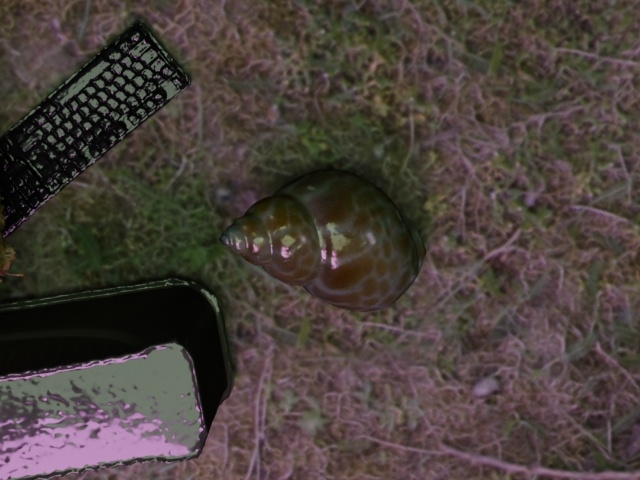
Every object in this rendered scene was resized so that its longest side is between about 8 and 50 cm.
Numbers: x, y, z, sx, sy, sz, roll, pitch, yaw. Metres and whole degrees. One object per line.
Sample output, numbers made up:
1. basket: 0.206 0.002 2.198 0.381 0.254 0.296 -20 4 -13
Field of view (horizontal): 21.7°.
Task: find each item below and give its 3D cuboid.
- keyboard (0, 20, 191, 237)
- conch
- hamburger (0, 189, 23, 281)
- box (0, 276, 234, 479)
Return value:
1. keyboard: -0.220 -0.090 1.436 0.231 0.023 0.072 -39 97 7
2. conch: 0.015 0.001 1.422 0.116 0.106 0.173 -33 116 24
3. hamburger: -0.372 0.000 1.367 0.243 0.138 0.261 -35 60 -9
4. box: -0.215 0.122 1.403 0.274 0.178 0.138 -11 102 1
